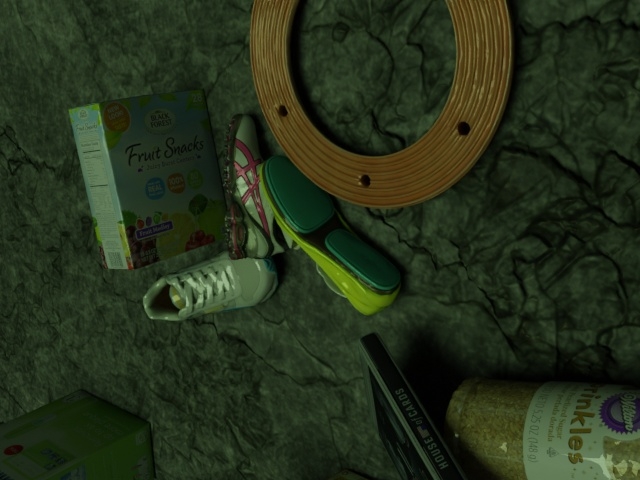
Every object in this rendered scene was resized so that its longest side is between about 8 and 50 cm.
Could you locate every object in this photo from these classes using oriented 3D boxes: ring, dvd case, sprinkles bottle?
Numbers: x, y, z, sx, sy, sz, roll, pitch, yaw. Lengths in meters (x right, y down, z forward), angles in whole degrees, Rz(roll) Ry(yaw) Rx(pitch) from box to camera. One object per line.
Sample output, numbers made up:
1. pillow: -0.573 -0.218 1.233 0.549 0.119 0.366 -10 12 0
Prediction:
1. ring: 0.055 -0.200 0.817 0.337 0.032 0.336 13 112 36
2. dvd case: 0.107 0.237 0.810 0.179 0.030 0.238 79 165 -47
3. sprinkles bottle: 0.291 0.191 0.690 0.355 0.121 0.121 -6 101 41

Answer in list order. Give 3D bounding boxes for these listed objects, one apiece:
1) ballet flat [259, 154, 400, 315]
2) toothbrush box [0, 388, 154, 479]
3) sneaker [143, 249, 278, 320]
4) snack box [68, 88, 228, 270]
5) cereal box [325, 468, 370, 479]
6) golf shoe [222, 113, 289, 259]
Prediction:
1. ballet flat: 0.000 0.000 0.906 0.231 0.077 0.077 46 142 16
2. toothbrush box: -0.455 0.381 1.269 0.206 0.283 0.122 13 113 37
3. sneaker: -0.149 0.066 1.036 0.229 0.092 0.087 -23 88 41
4. snack box: -0.215 -0.083 0.985 0.070 0.174 0.207 -2 104 39
5. cereal box: 0.106 0.405 0.943 0.240 0.047 0.173 8 109 49
6. golf shoe: -0.081 -0.068 0.961 0.067 0.086 0.186 158 109 -80
